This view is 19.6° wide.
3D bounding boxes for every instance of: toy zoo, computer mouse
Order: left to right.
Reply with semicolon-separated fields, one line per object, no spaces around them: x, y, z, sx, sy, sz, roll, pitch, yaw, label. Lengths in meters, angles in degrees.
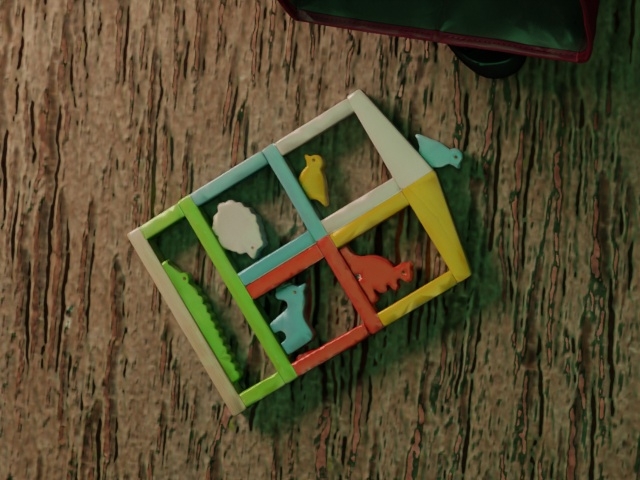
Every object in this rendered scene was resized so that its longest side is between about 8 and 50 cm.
0.000;0.000;1.634;0.293;0.030;0.192;-31;87;8;toy zoo
0.110;-0.248;1.613;0.071;0.041;0.242;-25;81;4;computer mouse

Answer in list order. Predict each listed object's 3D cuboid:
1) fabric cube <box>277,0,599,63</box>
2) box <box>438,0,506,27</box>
0.101;-0.301;1.414;0.259;0.254;0.258;10;84;11;fabric cube
0.143;-0.344;1.570;0.201;0.057;0.293;-24;81;6;box
